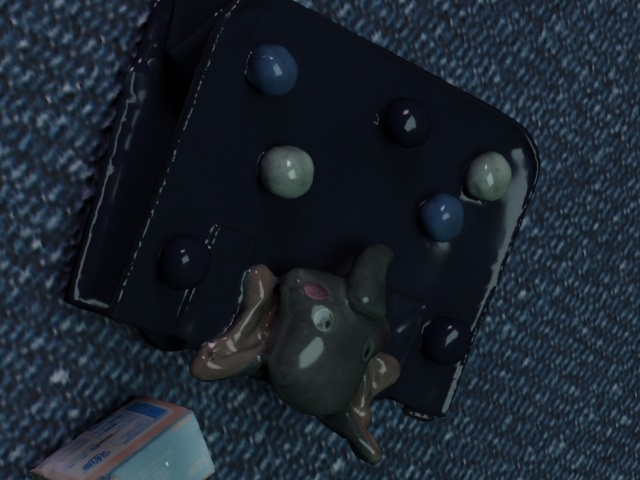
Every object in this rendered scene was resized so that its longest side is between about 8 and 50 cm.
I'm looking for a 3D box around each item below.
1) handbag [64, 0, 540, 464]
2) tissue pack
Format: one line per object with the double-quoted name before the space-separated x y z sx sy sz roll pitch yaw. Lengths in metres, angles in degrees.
"handbag" 0.000 0.000 0.984 0.326 0.118 0.269 19 86 -42
"tissue pack" -0.124 0.146 0.924 0.094 0.074 0.058 -34 114 -32
